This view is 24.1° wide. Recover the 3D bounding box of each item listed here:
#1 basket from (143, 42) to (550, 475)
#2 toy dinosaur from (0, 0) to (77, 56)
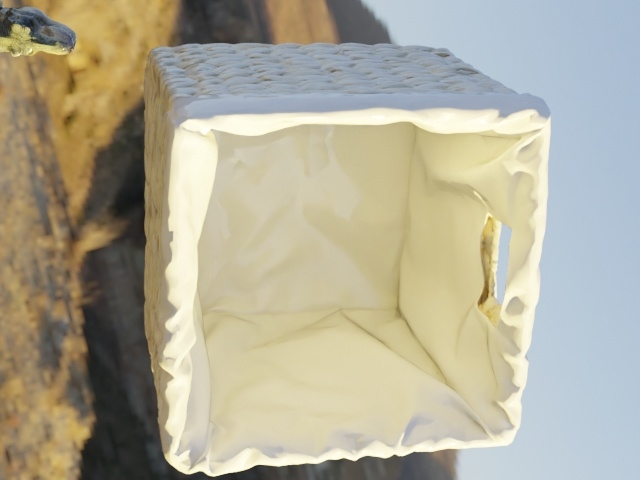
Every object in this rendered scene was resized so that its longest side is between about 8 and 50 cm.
[{"bbox_3d":[0.000,0.000,1.358,0.266,0.331,0.328,-127,-143,-65],"label":"basket"},{"bbox_3d":[-0.251,-0.153,1.072,0.268,0.118,0.064,-7,-64,43],"label":"toy dinosaur"}]
